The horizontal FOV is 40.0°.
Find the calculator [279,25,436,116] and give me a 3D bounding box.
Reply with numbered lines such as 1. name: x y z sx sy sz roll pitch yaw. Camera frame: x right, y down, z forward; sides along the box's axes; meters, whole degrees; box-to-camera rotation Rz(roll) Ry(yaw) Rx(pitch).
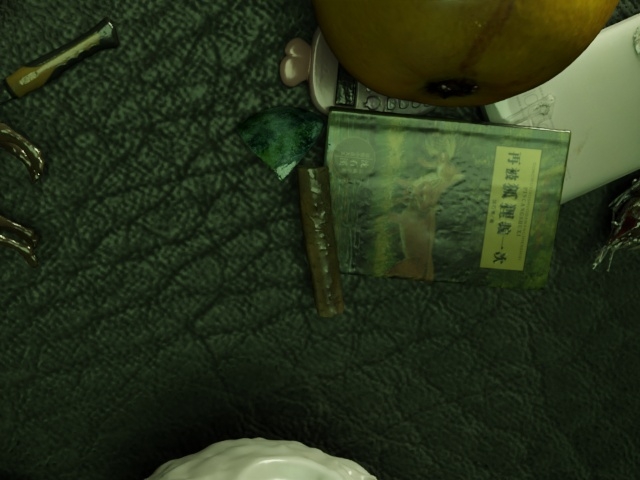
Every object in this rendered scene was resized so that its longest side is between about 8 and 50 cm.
1. calculator: 0.043 -0.162 0.831 0.166 0.024 0.103 4 99 -11

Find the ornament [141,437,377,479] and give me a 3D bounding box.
1. ornament: -0.052 0.326 0.739 0.337 0.337 0.337 -1 99 -8

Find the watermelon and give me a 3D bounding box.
1. watermelon: -0.032 -0.089 0.826 0.085 0.085 0.061 -1 139 -8

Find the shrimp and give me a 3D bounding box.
1. shrimp: 0.327 -0.033 0.877 0.165 0.065 0.056 -43 70 5

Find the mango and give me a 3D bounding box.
1. mango: 0.144 -0.284 0.730 0.264 0.221 0.378 27 82 -11

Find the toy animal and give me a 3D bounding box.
1. toy animal: -0.340 -0.015 0.764 0.186 0.094 0.214 5 110 -19

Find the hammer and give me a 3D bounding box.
1. hammer: -0.272 -0.143 0.788 0.201 0.021 0.078 -32 102 -2

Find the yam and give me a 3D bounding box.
1. yam: 0.000 0.000 0.819 0.032 0.032 0.145 -10 106 -7

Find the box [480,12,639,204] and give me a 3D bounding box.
1. box: 0.303 -0.141 0.863 0.285 0.044 0.142 -24 104 -4

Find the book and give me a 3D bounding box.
1. book: 0.113 -0.038 0.837 0.228 0.024 0.160 6 106 -2
